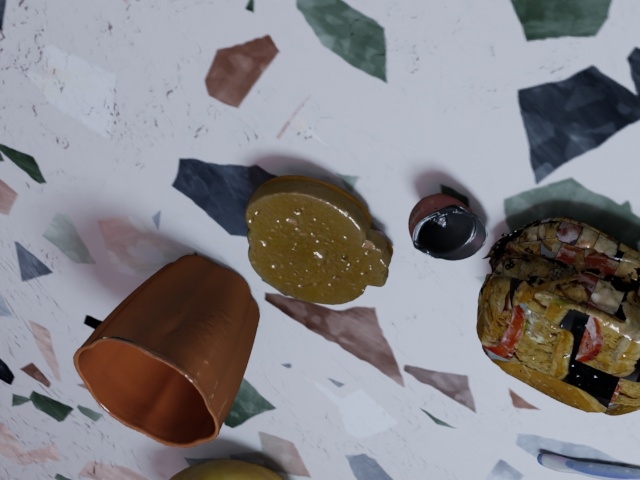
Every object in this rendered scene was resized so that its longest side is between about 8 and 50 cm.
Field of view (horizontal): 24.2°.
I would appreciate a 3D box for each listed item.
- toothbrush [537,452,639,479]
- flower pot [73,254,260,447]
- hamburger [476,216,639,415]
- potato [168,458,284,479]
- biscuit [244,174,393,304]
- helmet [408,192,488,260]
[{"bbox_3d":[0.368,0.263,1.671,0.269,0.021,0.027,4,131,32],"label":"toothbrush"},{"bbox_3d":[-0.166,0.119,1.743,0.190,0.173,0.191,18,140,15],"label":"flower pot"},{"bbox_3d":[0.254,0.081,1.474,0.231,0.107,0.231,18,149,11],"label":"hamburger"},{"bbox_3d":[-0.137,0.369,2.046,0.234,0.146,0.150,-29,158,35],"label":"potato"},{"bbox_3d":[0.001,-0.003,1.593,0.170,0.050,0.170,12,137,11],"label":"biscuit"},{"bbox_3d":[0.122,-0.018,1.490,0.084,0.049,0.065,22,117,-34],"label":"helmet"}]
